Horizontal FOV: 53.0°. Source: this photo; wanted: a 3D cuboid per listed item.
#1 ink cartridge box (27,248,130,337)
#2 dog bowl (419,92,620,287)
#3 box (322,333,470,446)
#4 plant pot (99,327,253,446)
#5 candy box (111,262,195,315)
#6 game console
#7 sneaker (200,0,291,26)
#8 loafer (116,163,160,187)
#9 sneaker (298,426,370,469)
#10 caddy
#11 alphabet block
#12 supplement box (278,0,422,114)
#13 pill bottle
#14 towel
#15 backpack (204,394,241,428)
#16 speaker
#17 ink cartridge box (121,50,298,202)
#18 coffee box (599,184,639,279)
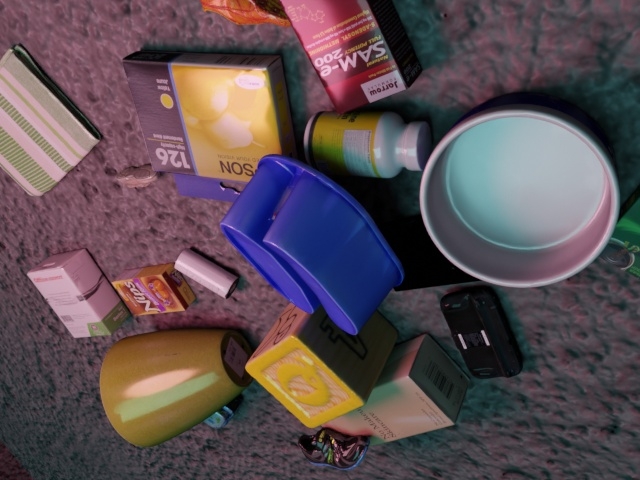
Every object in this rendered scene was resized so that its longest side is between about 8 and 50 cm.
[{"bbox_3d":[-0.619,0.138,1.648,0.160,0.093,0.219,-8,120,34],"label":"ink cartridge box"},{"bbox_3d":[0.282,-0.070,0.916,0.264,0.104,0.265,11,120,19],"label":"dog bowl"},{"bbox_3d":[0.135,0.322,1.328,0.148,0.121,0.311,45,134,-10],"label":"box"},{"bbox_3d":[-0.313,0.319,1.519,0.293,0.275,0.275,-21,113,23],"label":"plant pot"},{"bbox_3d":[-0.400,0.119,1.534,0.186,0.053,0.109,-9,120,37],"label":"candy box"},{"bbox_3d":[0.248,0.109,1.150,0.213,0.044,0.361,-10,117,36],"label":"game console"},{"bbox_3d":[-0.107,-0.362,0.987,0.175,0.064,0.067,25,154,18],"label":"sneaker"},{"bbox_3d":[-0.370,-0.130,1.332,0.125,0.045,0.039,2,143,37],"label":"loafer"},{"bbox_3d":[0.024,0.435,1.350,0.188,0.067,0.078,-17,122,42],"label":"sneaker"},{"bbox_3d":[0.000,0.000,1.072,0.241,0.179,0.341,20,157,42],"label":"caddy"},{"bbox_3d":[0.005,0.217,1.270,0.193,0.197,0.192,43,135,-6],"label":"alphabet block"},{"bbox_3d":[0.034,-0.315,0.920,0.130,0.073,0.239,-14,117,37],"label":"supplement box"},{"bbox_3d":[0.074,-0.150,1.004,0.184,0.103,0.103,6,127,26],"label":"pill bottle"},{"bbox_3d":[-0.639,-0.241,1.404,0.324,0.038,0.248,-29,108,40],"label":"towel"},{"bbox_3d":[-0.274,0.440,1.691,0.105,0.084,0.114,33,137,7],"label":"backpack"},{"bbox_3d":[-0.249,0.072,1.405,0.136,0.055,0.055,29,134,7],"label":"speaker"},{"bbox_3d":[-0.188,-0.183,1.161,0.303,0.072,0.307,9,126,24],"label":"ink cartridge box"},{"bbox_3d":[0.483,-0.025,0.905,0.113,0.040,0.184,31,134,6],"label":"coffee box"}]
